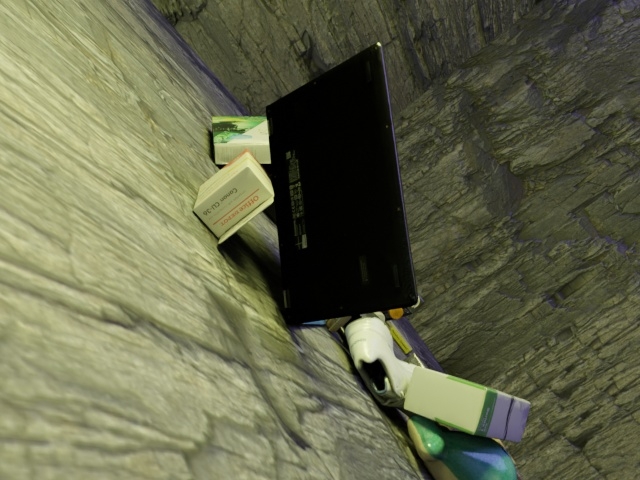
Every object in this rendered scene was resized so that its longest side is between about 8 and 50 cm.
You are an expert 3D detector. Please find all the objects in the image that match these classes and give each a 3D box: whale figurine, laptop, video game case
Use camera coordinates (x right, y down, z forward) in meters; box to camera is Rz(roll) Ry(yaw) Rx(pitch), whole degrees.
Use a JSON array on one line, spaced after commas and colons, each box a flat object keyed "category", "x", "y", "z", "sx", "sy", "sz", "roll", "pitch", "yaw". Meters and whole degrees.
[{"category": "whale figurine", "x": 0.286, "y": 0.432, "z": 1.120, "sx": 0.272, "sy": 0.141, "sz": 0.216, "roll": 47, "pitch": 8, "yaw": -24}, {"category": "laptop", "x": 0.044, "y": -0.055, "z": 0.991, "sx": 0.236, "sy": 0.408, "sz": 0.382, "roll": 3, "pitch": 76, "yaw": -44}, {"category": "video game case", "x": 0.267, "y": 0.313, "z": 2.250, "sx": 0.248, "sy": 0.035, "sz": 0.275, "roll": 52, "pitch": 6, "yaw": -2}]

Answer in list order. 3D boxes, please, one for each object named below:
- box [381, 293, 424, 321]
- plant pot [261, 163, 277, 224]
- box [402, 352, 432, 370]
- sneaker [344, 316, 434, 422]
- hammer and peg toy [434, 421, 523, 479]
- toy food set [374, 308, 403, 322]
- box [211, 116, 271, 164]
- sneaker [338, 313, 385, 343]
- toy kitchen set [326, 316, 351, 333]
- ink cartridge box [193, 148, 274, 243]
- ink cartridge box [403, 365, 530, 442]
[{"category": "box", "x": 0.171, "y": 0.144, "z": 1.737, "sx": 0.216, "sy": 0.060, "sz": 0.270, "roll": 53, "pitch": -26, "yaw": -1}, {"category": "plant pot", "x": -0.088, "y": -0.144, "z": 1.532, "sx": 0.167, "sy": 0.188, "sz": 0.187, "roll": 64, "pitch": 0, "yaw": -26}, {"category": "box", "x": 0.376, "y": 0.496, "z": 1.888, "sx": 0.231, "sy": 0.056, "sz": 0.183, "roll": 55, "pitch": 7, "yaw": 29}, {"category": "sneaker", "x": 0.145, "y": 0.296, "z": 1.167, "sx": 0.297, "sy": 0.111, "sz": 0.129, "roll": 48, "pitch": 24, "yaw": -21}, {"category": "hammer and peg toy", "x": 0.362, "y": 0.500, "z": 1.406, "sx": 0.266, "sy": 0.127, "sz": 0.361, "roll": 53, "pitch": 5, "yaw": 16}, {"category": "toy food set", "x": 0.122, "y": 0.153, "z": 1.625, "sx": 0.232, "sy": 0.111, "sz": 0.104, "roll": 34, "pitch": 8, "yaw": -16}, {"category": "box", "x": -0.163, "y": -0.266, "z": 1.470, "sx": 0.322, "sy": 0.232, "sz": 0.058, "roll": -118, "pitch": -152, "yaw": -65}, {"category": "sneaker", "x": 0.058, "y": 0.140, "z": 1.313, "sx": 0.130, "sy": 0.109, "sz": 0.286, "roll": 38, "pitch": 13, "yaw": -46}, {"category": "toy kitchen set", "x": 0.024, "y": 0.132, "z": 1.189, "sx": 0.075, "sy": 0.083, "sz": 0.068, "roll": 36, "pitch": 13, "yaw": -27}, {"category": "ink cartridge box", "x": -0.142, "y": -0.077, "z": 0.933, "sx": 0.067, "sy": 0.115, "sz": 0.198, "roll": 50, "pitch": 6, "yaw": -20}, {"category": "ink cartridge box", "x": 0.297, "y": 0.330, "z": 1.134, "sx": 0.160, "sy": 0.093, "sz": 0.219, "roll": 8, "pitch": -14, "yaw": 44}]
